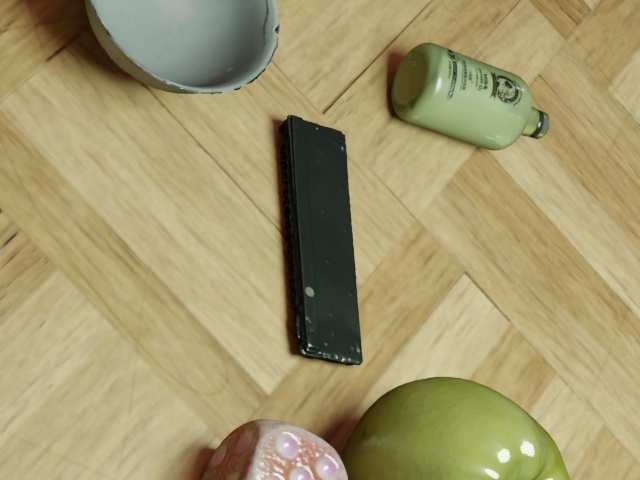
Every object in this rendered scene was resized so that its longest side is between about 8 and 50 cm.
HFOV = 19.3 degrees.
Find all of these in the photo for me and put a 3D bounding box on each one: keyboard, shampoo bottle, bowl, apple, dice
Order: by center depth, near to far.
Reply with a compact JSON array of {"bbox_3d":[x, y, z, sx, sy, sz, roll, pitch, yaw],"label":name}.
[{"bbox_3d":[-0.039,0.203,1.497,0.094,0.093,0.091,32,52,-18],"label":"dice"},{"bbox_3d":[0.108,0.206,1.549,0.200,0.200,0.200,16,59,-29],"label":"apple"},{"bbox_3d":[-0.136,-0.193,1.633,0.189,0.086,0.189,15,60,-27],"label":"bowl"},{"bbox_3d":[-0.001,0.000,1.676,0.072,0.023,0.231,15,60,-38],"label":"keyboard"},{"bbox_3d":[0.152,-0.131,1.813,0.162,0.079,0.079,17,59,-28],"label":"shampoo bottle"}]
